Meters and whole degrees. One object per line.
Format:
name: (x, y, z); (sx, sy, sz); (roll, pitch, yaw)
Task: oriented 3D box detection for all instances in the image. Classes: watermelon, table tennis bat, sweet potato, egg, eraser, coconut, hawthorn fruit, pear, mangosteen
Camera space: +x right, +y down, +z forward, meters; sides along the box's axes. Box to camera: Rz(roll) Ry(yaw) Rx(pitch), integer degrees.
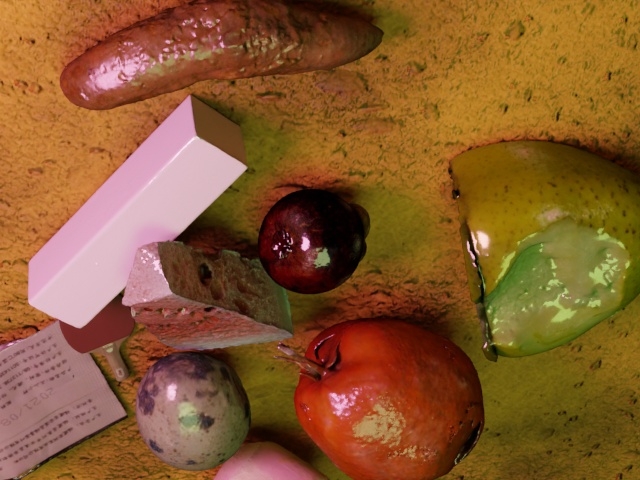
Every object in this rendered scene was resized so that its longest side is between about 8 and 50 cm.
watermelon: (-0.147, 0.062, 1.617); (0.154, 0.094, 0.241); (-17, 160, 17)
table tennis bat: (-0.264, 0.116, 1.735); (0.087, 0.013, 0.156); (-22, 132, -5)
sweet potato: (-0.103, -0.202, 1.440); (0.342, 0.092, 0.114); (-11, 157, -2)
egg: (-0.159, 0.205, 1.749); (0.141, 0.141, 0.181); (-14, 143, 1)
eraser: (-0.207, -0.027, 1.579); (0.076, 0.078, 0.298); (31, 119, -32)
coconut: (-0.056, 0.360, 1.877); (0.183, 0.171, 0.171); (32, 129, 16)
hawthorn fruit: (0.060, 0.184, 1.729); (0.211, 0.211, 0.299); (-39, 133, 22)
pear: (0.289, 0.017, 1.666); (0.292, 0.159, 0.292); (-7, 131, -8)
mangosteen: (0.000, 0.000, 1.625); (0.140, 0.140, 0.140); (-6, 132, -6)

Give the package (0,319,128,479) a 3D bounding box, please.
package: (-0.390, 0.212, 1.768); (0.251, 0.062, 0.204); (-21, 133, 3)
